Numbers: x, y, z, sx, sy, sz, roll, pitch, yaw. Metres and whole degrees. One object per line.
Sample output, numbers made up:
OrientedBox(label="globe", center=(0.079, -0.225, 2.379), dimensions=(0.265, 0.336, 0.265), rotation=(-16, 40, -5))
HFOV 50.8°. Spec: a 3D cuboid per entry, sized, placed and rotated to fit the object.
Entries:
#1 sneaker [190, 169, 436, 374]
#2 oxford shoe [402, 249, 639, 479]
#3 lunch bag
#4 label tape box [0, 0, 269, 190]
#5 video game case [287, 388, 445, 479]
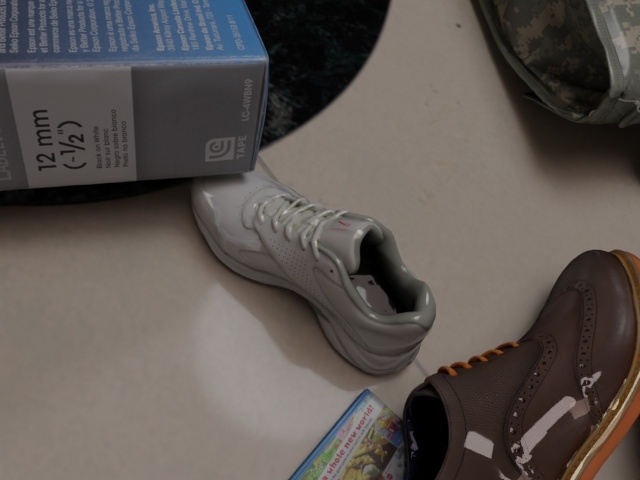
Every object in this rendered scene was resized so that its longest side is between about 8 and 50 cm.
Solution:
OrientedBox(label="sneaker", center=(0.000, 0.000, 0.524), dimensions=(0.232, 0.115, 0.090), rotation=(36, 59, 5))
OrientedBox(label="oxford shoe", center=(0.145, 0.114, 0.493), dimensions=(0.133, 0.130, 0.363), rotation=(32, 51, 8))
OrientedBox(label="lunch bag", center=(0.324, -0.228, 0.709), dimensions=(0.235, 0.169, 0.287), rotation=(-4, 60, -18))
OrientedBox(label="label tape box", center=(-0.238, -0.158, 0.512), dimensions=(0.348, 0.115, 0.249), rotation=(-7, 49, -17))
OrientedBox(label="video game case", center=(0.059, 0.207, 0.491), dimensions=(0.166, 0.015, 0.119), rotation=(42, 61, 8))
